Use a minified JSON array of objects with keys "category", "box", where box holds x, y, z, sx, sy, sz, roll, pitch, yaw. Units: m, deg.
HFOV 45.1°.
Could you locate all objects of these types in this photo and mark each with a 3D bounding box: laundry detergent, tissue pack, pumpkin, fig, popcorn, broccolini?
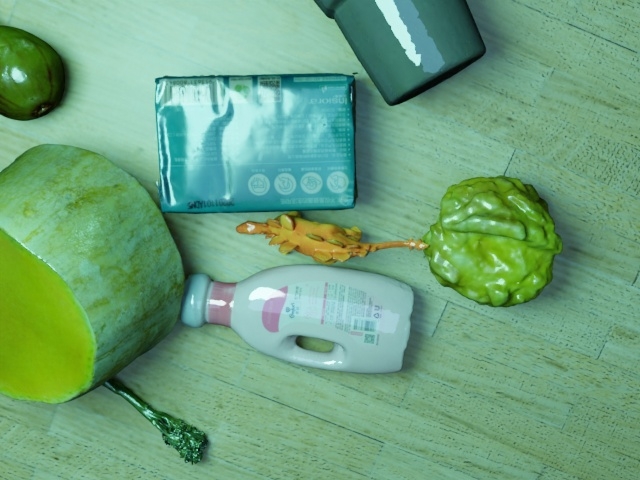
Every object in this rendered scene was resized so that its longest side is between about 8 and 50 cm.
[{"category":"laundry detergent","box":[-0.036,0.109,1.138,0.335,0.088,0.159,7,101,0]},{"category":"tissue pack","box":[-0.081,-0.136,1.069,0.271,0.134,0.192,0,101,1]},{"category":"pumpkin","box":[-0.370,0.052,1.024,0.332,0.199,0.332,7,110,19]},{"category":"fig","box":[-0.439,-0.281,1.065,0.124,0.124,0.236,-24,87,5]},{"category":"popcorn","box":[0.242,-0.004,1.087,0.197,0.155,0.197,2,121,3]},{"category":"broccolini","box":[-0.272,0.257,1.188,0.239,0.054,0.051,40,63,-4]}]

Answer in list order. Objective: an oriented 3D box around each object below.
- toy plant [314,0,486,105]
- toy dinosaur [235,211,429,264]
[{"category":"toy plant","box":[0.050,-0.378,1.006,0.279,0.185,0.400,-28,91,26]},{"category":"toy dinosaur","box":[0.000,0.000,1.078,0.288,0.117,0.070,9,96,24]}]
